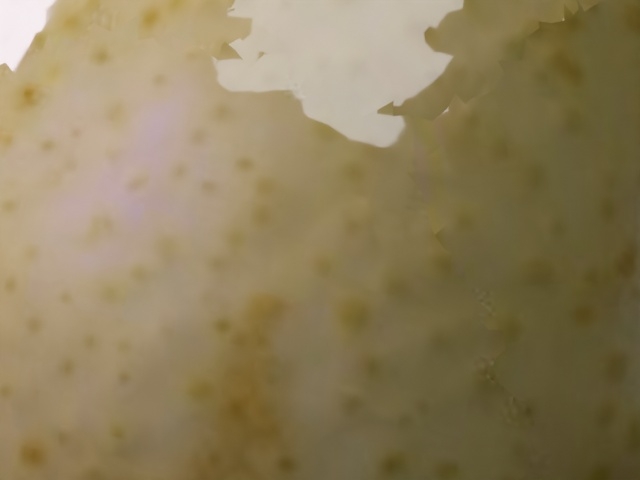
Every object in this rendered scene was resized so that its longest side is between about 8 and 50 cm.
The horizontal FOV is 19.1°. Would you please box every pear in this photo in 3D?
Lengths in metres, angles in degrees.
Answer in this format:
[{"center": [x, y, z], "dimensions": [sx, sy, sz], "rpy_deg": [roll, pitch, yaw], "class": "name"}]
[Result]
[{"center": [0.000, 0.000, 0.479], "dimensions": [0.309, 0.309, 0.309], "rpy_deg": [0, 47, 0], "class": "pear"}]
